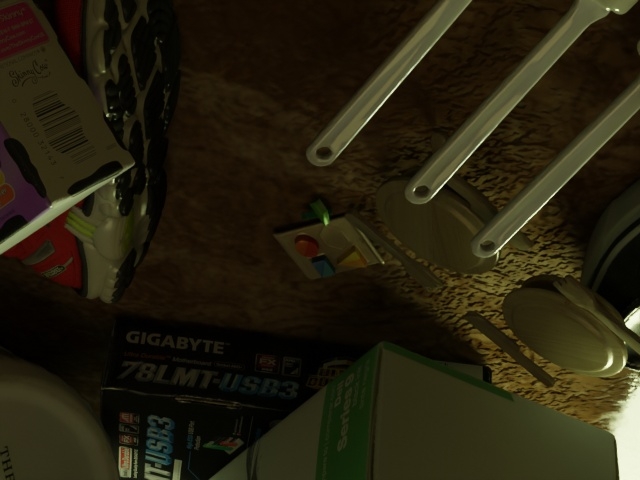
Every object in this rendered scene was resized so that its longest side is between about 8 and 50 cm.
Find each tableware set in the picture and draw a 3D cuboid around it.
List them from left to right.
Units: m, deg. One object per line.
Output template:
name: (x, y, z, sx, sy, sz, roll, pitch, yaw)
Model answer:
tableware set: (0.120, 0.015, 0.896, 0.194, 0.039, 0.128, 40, 154, -11)

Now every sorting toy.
sorting toy: (0.000, 0.000, 0.952, 0.062, 0.012, 0.083, -11, 142, 23)

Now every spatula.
spatula: (0.110, -0.096, 0.744, 0.168, 0.019, 0.242, 27, 126, -25)

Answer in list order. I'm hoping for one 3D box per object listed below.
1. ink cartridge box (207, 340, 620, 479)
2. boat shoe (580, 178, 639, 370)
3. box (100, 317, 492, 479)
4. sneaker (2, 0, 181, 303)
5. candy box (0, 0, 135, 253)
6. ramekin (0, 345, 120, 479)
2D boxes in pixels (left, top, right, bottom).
ink cartridge box: (0.046, 0.215, 1.038, 0.211, 0.121, 0.289, 24, 139, -23)
boat shoe: (0.247, 0.011, 0.840, 0.121, 0.119, 0.335, 12, 147, -10)
box: (-0.033, 0.183, 1.167, 0.293, 0.073, 0.295, 9, 144, -2)
sneaker: (-0.153, -0.059, 0.817, 0.118, 0.107, 0.279, 18, 142, 2)
candy box: (-0.213, -0.080, 0.729, 0.165, 0.070, 0.196, -28, 95, 39)
ramekin: (-0.266, 0.197, 1.021, 0.127, 0.273, 0.273, 1, 151, 46)
